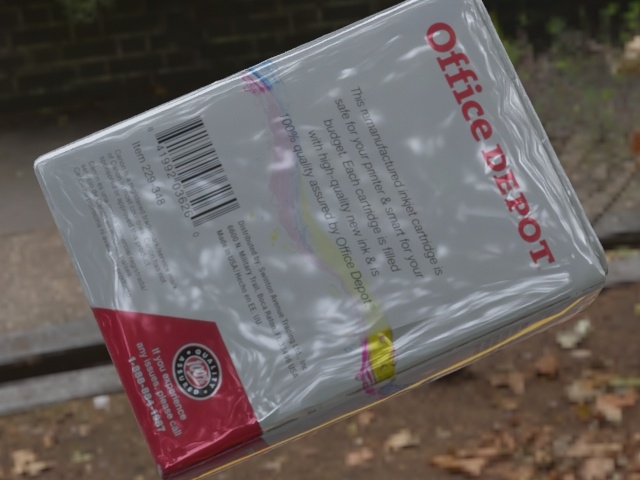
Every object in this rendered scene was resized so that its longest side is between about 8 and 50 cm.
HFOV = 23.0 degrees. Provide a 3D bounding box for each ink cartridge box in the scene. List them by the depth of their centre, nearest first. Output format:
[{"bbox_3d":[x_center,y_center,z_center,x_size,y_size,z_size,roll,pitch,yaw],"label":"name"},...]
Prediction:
[{"bbox_3d":[0.000,0.000,1.033,0.306,0.226,0.131,-22,-12,-4],"label":"ink cartridge box"}]
